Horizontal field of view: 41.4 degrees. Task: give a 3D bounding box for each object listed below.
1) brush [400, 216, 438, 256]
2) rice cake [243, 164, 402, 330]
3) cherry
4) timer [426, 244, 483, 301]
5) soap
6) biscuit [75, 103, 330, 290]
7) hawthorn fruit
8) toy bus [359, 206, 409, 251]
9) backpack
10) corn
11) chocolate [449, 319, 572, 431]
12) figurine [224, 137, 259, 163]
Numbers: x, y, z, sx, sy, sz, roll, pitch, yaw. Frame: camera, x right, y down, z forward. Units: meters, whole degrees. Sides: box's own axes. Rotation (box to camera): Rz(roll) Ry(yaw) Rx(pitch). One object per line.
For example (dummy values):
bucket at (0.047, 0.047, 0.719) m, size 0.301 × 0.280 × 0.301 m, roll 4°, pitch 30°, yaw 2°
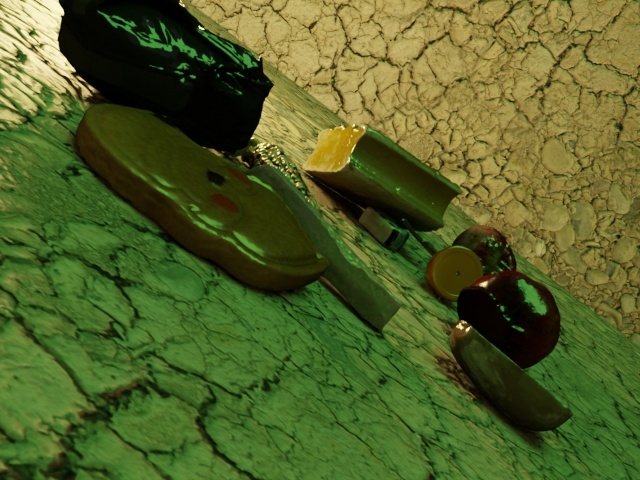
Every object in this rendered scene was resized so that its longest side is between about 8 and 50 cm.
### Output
brush at (0.302, 0.052, 2.129) m, size 0.301 × 0.071 × 0.084 m, roll 44°, pitch 5°, yaw -12°
rice cake at (0.000, 0.001, 1.522) m, size 0.399 × 0.070 × 0.064 m, roll 48°, pitch 8°, yaw 22°
cherry at (0.434, 0.053, 2.284) m, size 0.192 × 0.175 × 0.250 m, roll 44°, pitch 10°, yaw -10°
timer at (0.298, 0.079, 2.028) m, size 0.132 × 0.132 × 0.152 m, roll 34°, pitch -9°, yaw -12°
soap at (0.159, -0.161, 2.200) m, size 0.335 × 0.156 × 0.293 m, roll 31°, pitch -6°, yaw -24°
biscuit at (-0.180, -0.071, 1.351) m, size 0.455 × 0.078 × 0.350 m, roll 34°, pitch 21°, yaw -7°
hawthorn fruit at (0.402, 0.168, 1.785) m, size 0.215 × 0.215 × 0.249 m, roll 41°, pitch 7°, yaw 20°
toy bus at (0.155, -0.032, 2.112) m, size 0.074 × 0.060 × 0.123 m, roll 17°, pitch 21°, yaw -46°
backpack at (-0.318, -0.364, 1.655) m, size 0.445 × 0.255 × 0.363 m, roll 18°, pitch 16°, yaw -47°
corn at (-0.074, -0.106, 1.743) m, size 0.092 × 0.092 × 0.281 m, roll 25°, pitch 22°, yaw -40°
chocolate at (0.322, 0.253, 1.519) m, size 0.254 × 0.080 × 0.157 m, roll 41°, pitch -1°, yaw 11°
figurine at (-0.171, -0.202, 1.868) m, size 0.101 × 0.068 × 0.143 m, roll 19°, pitch -17°, yaw 28°
